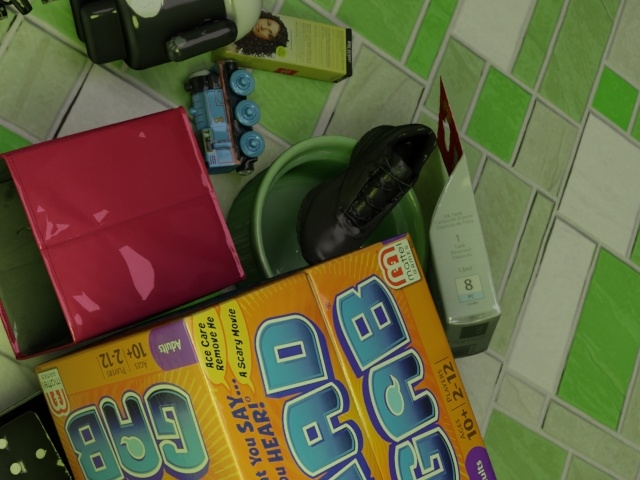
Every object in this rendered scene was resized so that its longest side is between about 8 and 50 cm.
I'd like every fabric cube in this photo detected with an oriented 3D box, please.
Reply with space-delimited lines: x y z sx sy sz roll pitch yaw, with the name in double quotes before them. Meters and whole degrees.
"fabric cube" -0.301 -0.008 1.592 0.258 0.254 0.259 -21 91 -31

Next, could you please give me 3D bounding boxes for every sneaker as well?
"sneaker" 0.069 -0.074 1.719 0.109 0.130 0.286 43 64 -19

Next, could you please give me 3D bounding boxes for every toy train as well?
"toy train" -0.151 -0.188 1.819 0.105 0.080 0.184 -7 84 -25

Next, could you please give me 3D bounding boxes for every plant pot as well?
"plant pot" -0.377 0.298 1.540 0.187 0.167 0.188 -31 97 -31

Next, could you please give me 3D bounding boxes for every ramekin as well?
"ramekin" 0.000 0.000 1.827 0.303 0.148 0.303 6 78 -30

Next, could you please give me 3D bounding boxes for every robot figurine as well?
"robot figurine" -0.222 -0.349 1.735 0.278 0.173 0.209 -20 86 -16

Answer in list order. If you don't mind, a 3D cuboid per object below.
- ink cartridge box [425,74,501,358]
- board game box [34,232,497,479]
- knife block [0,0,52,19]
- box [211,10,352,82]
"ink cartridge box" 0.195 -0.025 1.872 0.091 0.308 0.385 -12 74 1
"board game box" -0.065 0.237 1.449 0.356 0.356 0.356 -20 90 -41
"knife block" -0.461 -0.431 1.594 0.242 0.275 0.088 33 62 12
"box" -0.059 -0.316 1.906 0.232 0.058 0.087 5 78 -30
